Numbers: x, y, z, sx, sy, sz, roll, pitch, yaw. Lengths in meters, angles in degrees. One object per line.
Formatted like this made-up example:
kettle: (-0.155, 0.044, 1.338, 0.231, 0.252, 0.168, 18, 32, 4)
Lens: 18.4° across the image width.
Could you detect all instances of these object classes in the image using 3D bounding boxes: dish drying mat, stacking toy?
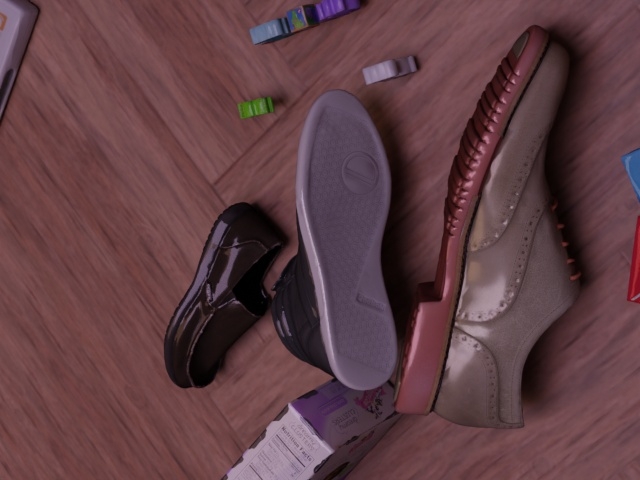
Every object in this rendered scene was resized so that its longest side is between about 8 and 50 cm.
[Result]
dish drying mat: (0.308, 0.020, 1.865, 0.032, 0.008, 0.083, 14, 108, 30)
stacking toy: (-0.015, -0.224, 1.992, 0.221, 0.052, 0.167, -14, 92, 36)

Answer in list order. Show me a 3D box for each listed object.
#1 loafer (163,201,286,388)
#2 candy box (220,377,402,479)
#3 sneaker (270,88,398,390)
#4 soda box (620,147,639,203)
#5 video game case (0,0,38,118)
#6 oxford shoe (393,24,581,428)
loafer: (-0.100, 0.070, 2.090, 0.078, 0.080, 0.220, 30, 115, 24)
candy box: (-0.022, 0.227, 2.025, 0.070, 0.165, 0.196, 47, 121, 13)
sneaker: (0.000, 0.000, 1.983, 0.147, 0.105, 0.295, -2, 94, 63)
soda box: (0.353, 0.003, 1.797, 0.071, 0.067, 0.210, -23, 87, 34)
video game case: (-0.498, -0.216, 2.303, 0.329, 0.036, 0.300, 34, 117, 22)
oxford shoe: (0.185, -0.007, 1.888, 0.147, 0.140, 0.397, 15, 109, 0)
